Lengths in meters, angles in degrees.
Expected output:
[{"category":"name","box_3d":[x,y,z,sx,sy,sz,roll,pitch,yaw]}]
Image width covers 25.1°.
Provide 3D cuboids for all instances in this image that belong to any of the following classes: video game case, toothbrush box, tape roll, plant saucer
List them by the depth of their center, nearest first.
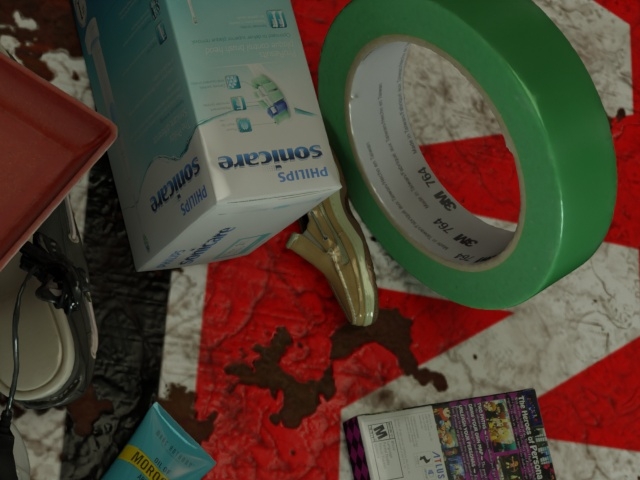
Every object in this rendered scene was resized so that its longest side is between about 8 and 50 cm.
[{"category":"plant saucer","box_3d":[-0.325,-0.062,1.070,0.258,0.048,0.259,32,51,2]},{"category":"toothbrush box","box_3d":[-0.113,-0.143,1.301,0.126,0.216,0.295,-8,76,-28]},{"category":"tape roll","box_3d":[0.128,-0.094,1.342,0.077,0.321,0.321,-29,87,-30]},{"category":"video game case","box_3d":[0.141,0.270,1.389,0.210,0.042,0.232,-6,76,-28]}]

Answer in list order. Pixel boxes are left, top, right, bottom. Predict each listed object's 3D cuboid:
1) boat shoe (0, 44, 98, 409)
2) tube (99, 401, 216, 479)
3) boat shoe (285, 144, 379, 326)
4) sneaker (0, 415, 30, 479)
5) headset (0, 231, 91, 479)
[{"category":"boat shoe","box_3d":[-0.271,-0.012,1.263,0.112,0.095,0.335,-17,75,6]},{"category":"tube","box_3d":[-0.176,0.238,1.244,0.080,0.052,0.207,51,52,-14]},{"category":"boat shoe","box_3d":[0.000,0.000,1.404,0.072,0.068,0.190,-13,69,-17]},{"category":"sneaker","box_3d":[-0.263,0.218,1.196,0.054,0.061,0.152,3,71,-24]},{"category":"headset","box_3d":[-0.327,0.159,1.099,0.394,0.185,0.243,-46,121,-3]}]
